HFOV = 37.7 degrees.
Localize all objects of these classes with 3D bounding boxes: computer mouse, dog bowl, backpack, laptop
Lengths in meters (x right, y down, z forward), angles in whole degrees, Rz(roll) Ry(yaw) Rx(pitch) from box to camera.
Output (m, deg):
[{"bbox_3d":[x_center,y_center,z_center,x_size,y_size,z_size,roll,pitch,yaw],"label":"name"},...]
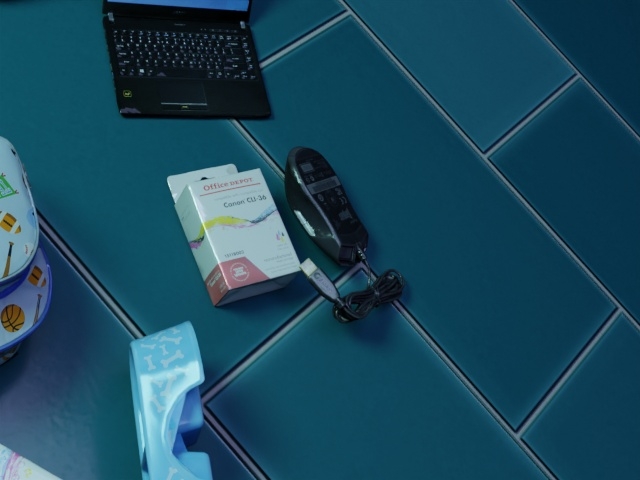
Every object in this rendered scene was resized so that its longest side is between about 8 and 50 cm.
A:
[{"bbox_3d":[0.000,0.000,1.305,0.262,0.060,0.184,57,34,0],"label":"computer mouse"},{"bbox_3d":[-0.165,0.239,1.062,0.074,0.166,0.297,-5,67,-15],"label":"dog bowl"},{"bbox_3d":[-0.420,0.020,1.029,0.276,0.213,0.263,-17,83,-34],"label":"backpack"},{"bbox_3d":[-0.183,-0.324,1.353,0.234,0.136,0.264,-3,66,-26],"label":"laptop"}]

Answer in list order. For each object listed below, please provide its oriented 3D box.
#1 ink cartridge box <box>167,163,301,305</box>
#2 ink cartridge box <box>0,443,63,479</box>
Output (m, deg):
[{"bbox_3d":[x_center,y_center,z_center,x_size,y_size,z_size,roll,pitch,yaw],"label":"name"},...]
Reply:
[{"bbox_3d":[-0.120,-0.023,1.270,0.115,0.067,0.198,-15,72,-31],"label":"ink cartridge box"},{"bbox_3d":[-0.378,0.306,0.942,0.353,0.119,0.207,32,56,-7],"label":"ink cartridge box"}]
